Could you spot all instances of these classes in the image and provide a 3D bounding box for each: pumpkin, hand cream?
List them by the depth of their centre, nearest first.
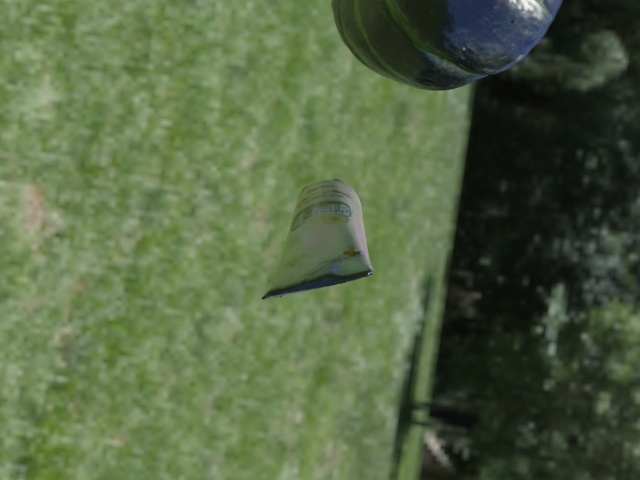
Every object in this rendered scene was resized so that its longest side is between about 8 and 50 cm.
[{"bbox_3d":[0.000,0.000,0.925,0.143,0.061,0.039,-84,162,-71],"label":"hand cream"},{"bbox_3d":[0.155,-0.331,1.949,0.323,0.241,0.323,-39,-146,33],"label":"pumpkin"}]
